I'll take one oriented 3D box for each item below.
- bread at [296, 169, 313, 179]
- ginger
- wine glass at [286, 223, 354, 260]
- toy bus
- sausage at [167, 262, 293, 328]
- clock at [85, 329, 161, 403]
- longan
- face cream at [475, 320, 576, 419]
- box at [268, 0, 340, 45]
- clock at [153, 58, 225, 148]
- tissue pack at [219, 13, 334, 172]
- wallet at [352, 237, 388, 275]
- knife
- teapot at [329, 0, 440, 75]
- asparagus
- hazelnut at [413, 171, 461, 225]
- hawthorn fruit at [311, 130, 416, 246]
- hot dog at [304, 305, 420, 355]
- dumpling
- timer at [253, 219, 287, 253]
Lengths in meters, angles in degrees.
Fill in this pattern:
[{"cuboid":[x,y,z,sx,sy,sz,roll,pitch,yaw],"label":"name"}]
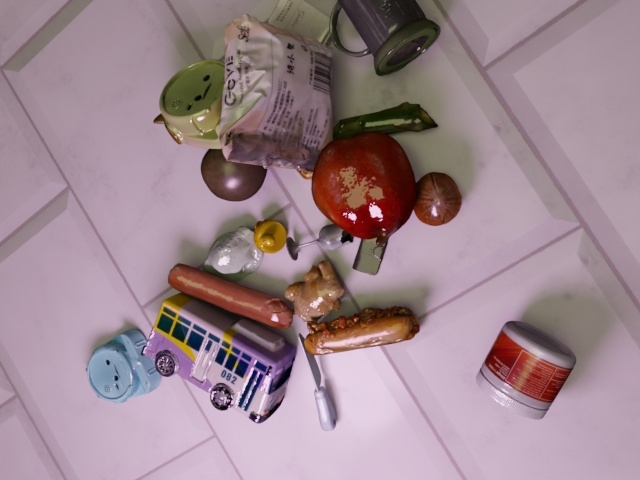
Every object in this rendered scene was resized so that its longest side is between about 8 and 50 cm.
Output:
[{"cuboid":[-0.043,-0.238,1.718,0.083,0.044,0.111,-42,81,15],"label":"bread"},{"cuboid":[-0.021,0.169,1.721,0.216,0.102,0.157,-42,79,28],"label":"ginger"},{"cuboid":[0.000,0.000,1.711,0.195,0.079,0.079,-17,90,19],"label":"wine glass"},{"cuboid":[-0.296,0.346,1.770,0.439,0.209,0.250,27,102,14],"label":"toy bus"},{"cuboid":[-0.276,0.171,1.763,0.418,0.094,0.094,19,94,10],"label":"sausage"},{"cuboid":[-0.696,0.451,1.961,0.274,0.094,0.224,-28,86,17],"label":"clock"},{"cuboid":[-0.262,-0.214,1.715,0.212,0.198,0.198,-5,94,17],"label":"longan"},{"cuboid":[0.543,0.338,1.514,0.201,0.201,0.187,27,103,13],"label":"face cream"},{"cuboid":[-0.051,-0.642,1.687,0.198,0.029,0.109,37,105,11],"label":"box"},{"cuboid":[-0.341,-0.412,1.686,0.348,0.117,0.286,6,62,24],"label":"clock"},{"cuboid":[-0.106,-0.381,1.538,0.195,0.389,0.376,-1,86,42],"label":"tissue pack"},{"cuboid":[0.152,0.025,1.698,0.082,0.018,0.157,20,100,14],"label":"wallet"},{"cuboid":[-0.010,0.427,1.746,0.044,0.080,0.332,-12,100,20],"label":"knife"},{"cuboid":[0.134,-0.631,1.556,0.270,0.200,0.337,-34,83,36],"label":"teapot"},{"cuboid":[0.160,-0.331,1.631,0.342,0.082,0.085,-4,134,19],"label":"asparagus"},{"cuboid":[0.314,-0.113,1.570,0.150,0.150,0.151,2,96,17],"label":"hazelnut"},{"cuboid":[0.125,-0.152,1.549,0.311,0.295,0.295,36,106,38],"label":"hawthorn fruit"},{"cuboid":[0.117,0.257,1.666,0.348,0.158,0.117,-14,78,22],"label":"hot dog"},{"cuboid":[-0.280,0.053,1.786,0.219,0.108,0.153,-44,82,21],"label":"dumpling"},{"cuboid":[-0.149,-0.011,1.735,0.109,0.107,0.107,9,100,52],"label":"timer"}]
